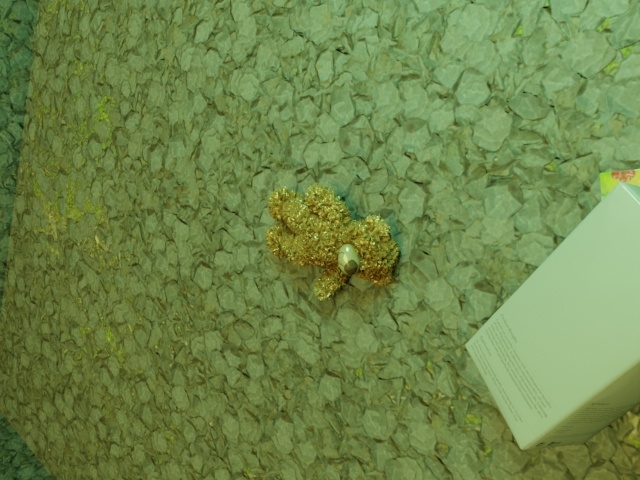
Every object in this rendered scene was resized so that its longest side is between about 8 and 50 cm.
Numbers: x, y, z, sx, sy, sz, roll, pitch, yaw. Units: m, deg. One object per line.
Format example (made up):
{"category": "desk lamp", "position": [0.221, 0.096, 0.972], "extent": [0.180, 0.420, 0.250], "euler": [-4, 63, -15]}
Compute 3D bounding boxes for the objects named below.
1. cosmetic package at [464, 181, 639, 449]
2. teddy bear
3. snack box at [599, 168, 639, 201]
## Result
{"category": "cosmetic package", "position": [0.398, 0.121, 0.792], "extent": [0.366, 0.155, 0.197], "euler": [-57, 38, 36]}
{"category": "teddy bear", "position": [0.000, 0.000, 1.177], "extent": [0.338, 0.113, 0.245], "euler": [38, 118, 28]}
{"category": "snack box", "position": [0.487, -0.039, 0.850], "extent": [0.100, 0.037, 0.141], "euler": [-2, 94, 39]}
